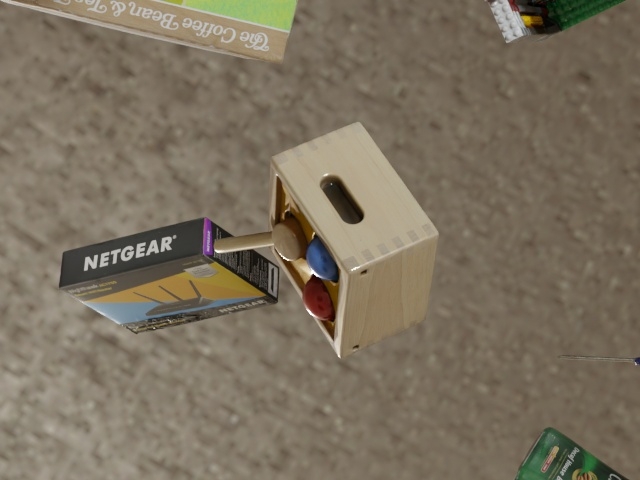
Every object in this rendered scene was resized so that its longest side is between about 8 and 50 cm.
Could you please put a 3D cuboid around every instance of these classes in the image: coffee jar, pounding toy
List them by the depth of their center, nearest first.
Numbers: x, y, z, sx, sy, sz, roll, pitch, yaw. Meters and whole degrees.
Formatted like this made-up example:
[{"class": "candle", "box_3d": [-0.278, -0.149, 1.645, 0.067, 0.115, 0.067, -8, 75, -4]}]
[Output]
[{"class": "pounding toy", "box_3d": [0.000, 0.000, 1.320, 0.141, 0.100, 0.130, 56, 159, 29]}, {"class": "coffee jar", "box_3d": [0.292, 0.282, 1.980, 0.184, 0.096, 0.079, 30, 143, 9]}]

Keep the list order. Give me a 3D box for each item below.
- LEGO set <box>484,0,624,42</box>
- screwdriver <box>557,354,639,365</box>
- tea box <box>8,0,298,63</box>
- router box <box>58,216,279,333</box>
[{"class": "LEGO set", "box_3d": [0.199, -0.271, 1.252, 0.331, 0.192, 0.255, -16, 92, 15]}, {"class": "screwdriver", "box_3d": [0.346, 0.138, 2.131, 0.170, 0.024, 0.025, -5, 126, 38]}, {"class": "tea box", "box_3d": [-0.183, -0.390, 2.083, 0.329, 0.323, 0.220, 11, -173, -18]}, {"class": "router box", "box_3d": [-0.151, 0.037, 1.878, 0.179, 0.046, 0.133, -14, 150, 29]}]
